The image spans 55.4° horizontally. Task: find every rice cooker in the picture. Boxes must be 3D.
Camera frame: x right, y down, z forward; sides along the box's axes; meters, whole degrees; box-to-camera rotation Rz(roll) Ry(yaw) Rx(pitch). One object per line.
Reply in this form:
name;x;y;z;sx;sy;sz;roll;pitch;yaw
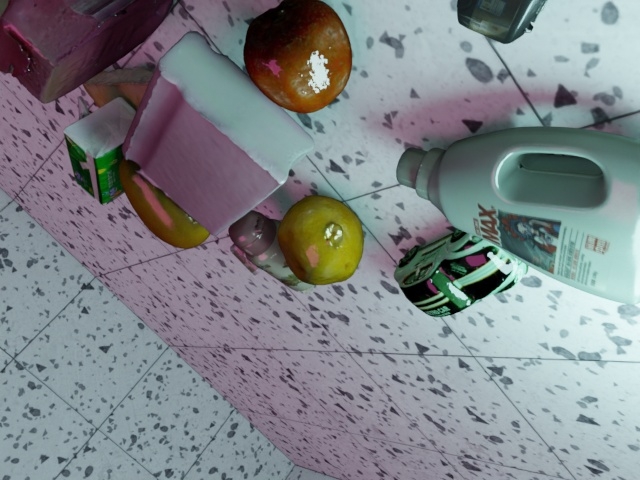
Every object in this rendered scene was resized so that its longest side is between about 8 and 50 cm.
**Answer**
rice cooker;0.213;-0.299;0.672;0.106;0.112;0.165;31;153;3

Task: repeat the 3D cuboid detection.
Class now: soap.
soap;-0.389;-0.376;1.023;0.127;0.325;0.220;47;148;-7

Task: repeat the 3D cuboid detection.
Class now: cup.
cup;-0.180;0.031;1.623;0.099;0.074;0.102;45;150;-11

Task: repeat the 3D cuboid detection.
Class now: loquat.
loquat;0.000;0.000;1.278;0.234;0.176;0.187;133;126;-73

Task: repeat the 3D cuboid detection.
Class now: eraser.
eraser;-0.203;-0.169;1.108;0.272;0.122;0.359;41;153;-11

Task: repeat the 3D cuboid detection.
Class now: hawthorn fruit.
hawthorn fruit;-0.026;-0.273;0.938;0.169;0.169;0.188;9;150;42

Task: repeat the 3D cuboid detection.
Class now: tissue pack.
tissue pack;-0.484;-0.210;1.352;0.156;0.148;0.209;42;153;5

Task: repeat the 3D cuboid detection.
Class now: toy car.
toy car;0.246;0.070;1.150;0.136;0.125;0.306;43;152;-8

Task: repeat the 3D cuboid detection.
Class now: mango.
mango;-0.342;-0.092;1.343;0.175;0.139;0.254;-11;123;50

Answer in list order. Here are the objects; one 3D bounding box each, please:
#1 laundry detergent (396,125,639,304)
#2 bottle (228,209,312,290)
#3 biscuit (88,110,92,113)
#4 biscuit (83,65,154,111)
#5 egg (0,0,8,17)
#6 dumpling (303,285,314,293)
laundry detergent;0.297;-0.072;0.898;0.397;0.125;0.264;23;149;30
bottle;-0.106;0.017;1.404;0.120;0.120;0.253;7;157;44
biscuit;-0.593;-0.256;1.724;0.158;0.035;0.240;26;149;25
biscuit;-0.318;-0.217;1.399;0.429;0.104;0.446;4;134;46
egg;-0.711;-0.475;1.390;0.217;0.183;0.183;49;149;-19
dumpling;-0.053;0.103;1.625;0.076;0.057;0.052;53;-164;22
